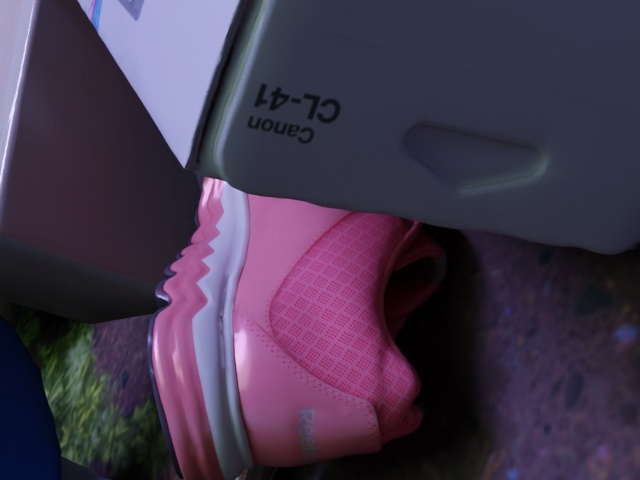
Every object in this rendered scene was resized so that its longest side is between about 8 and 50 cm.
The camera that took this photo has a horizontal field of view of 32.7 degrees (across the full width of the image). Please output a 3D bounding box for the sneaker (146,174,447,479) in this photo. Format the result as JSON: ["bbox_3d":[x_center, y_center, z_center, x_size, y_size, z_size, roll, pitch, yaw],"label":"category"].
[{"bbox_3d":[0.000,0.001,0.596,0.136,0.116,0.313,-2,42,6],"label":"sneaker"}]

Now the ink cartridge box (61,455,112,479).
[{"bbox_3d":[-0.196,0.238,0.659,0.223,0.045,0.224,6,58,47],"label":"ink cartridge box"}]

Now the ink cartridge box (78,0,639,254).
[{"bbox_3d":[0.012,-0.132,0.520,0.306,0.226,0.131,50,126,52],"label":"ink cartridge box"}]

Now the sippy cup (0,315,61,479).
[{"bbox_3d":[-0.282,0.132,0.628,0.224,0.240,0.305,-20,44,6],"label":"sippy cup"}]

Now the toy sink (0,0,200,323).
[{"bbox_3d":[-0.156,-0.082,0.686,0.131,0.153,0.234,-12,66,41],"label":"toy sink"}]

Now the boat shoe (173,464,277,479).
[{"bbox_3d":[-0.045,0.128,0.602,0.050,0.045,0.135,21,80,39],"label":"boat shoe"}]
